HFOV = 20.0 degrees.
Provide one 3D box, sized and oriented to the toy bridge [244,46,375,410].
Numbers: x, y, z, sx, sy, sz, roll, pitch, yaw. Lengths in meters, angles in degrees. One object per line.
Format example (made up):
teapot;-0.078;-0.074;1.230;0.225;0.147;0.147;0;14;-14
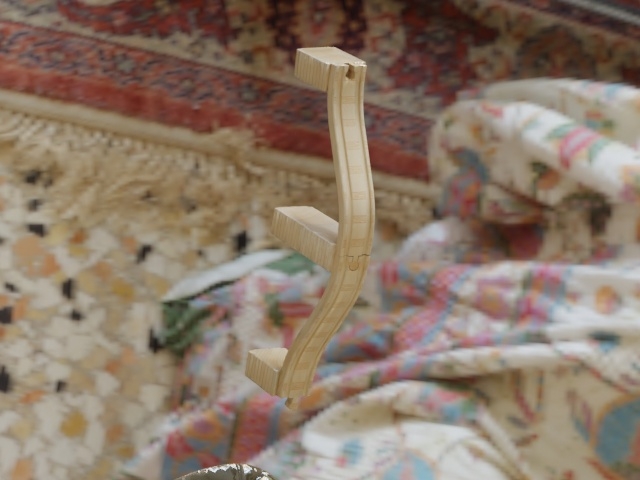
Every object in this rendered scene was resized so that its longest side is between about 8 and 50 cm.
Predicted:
toy bridge;0.000;0.000;0.925;0.026;0.063;0.188;-3;111;-34

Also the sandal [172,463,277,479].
sandal;-0.130;0.203;1.235;0.219;0.060;0.090;-11;60;-14
